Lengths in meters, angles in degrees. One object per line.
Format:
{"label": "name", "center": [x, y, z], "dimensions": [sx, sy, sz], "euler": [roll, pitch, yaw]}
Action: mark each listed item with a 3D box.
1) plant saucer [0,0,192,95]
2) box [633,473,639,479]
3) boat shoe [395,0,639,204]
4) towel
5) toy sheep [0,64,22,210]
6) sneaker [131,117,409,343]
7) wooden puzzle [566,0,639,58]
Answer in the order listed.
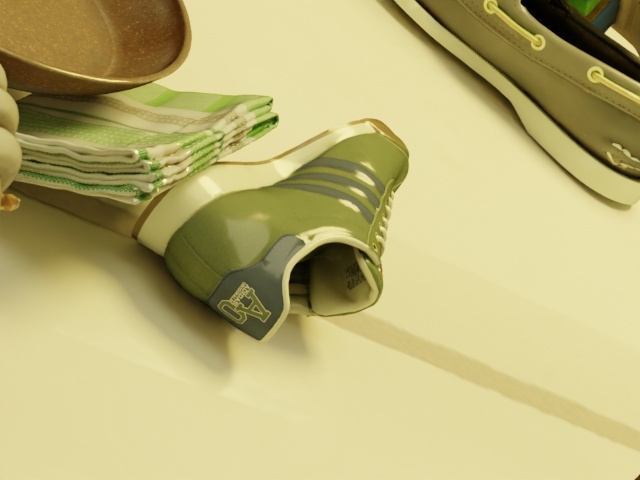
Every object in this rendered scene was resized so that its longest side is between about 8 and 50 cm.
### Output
{"label": "plant saucer", "center": [-0.151, -0.126, 0.725], "dimensions": [0.198, 0.036, 0.198], "euler": [29, 28, -17]}
{"label": "box", "center": [0.205, 0.159, 0.594], "dimensions": [0.167, 0.203, 0.168], "euler": [31, 26, -16]}
{"label": "boat shoe", "center": [0.148, -0.160, 1.184], "dimensions": [0.305, 0.091, 0.109], "euler": [46, 26, 16]}
{"label": "towel", "center": [-0.094, -0.053, 0.708], "dimensions": [0.113, 0.023, 0.152], "euler": [11, 19, 17]}
{"label": "toy sheep", "center": [-0.159, -0.050, 0.605], "dimensions": [0.091, 0.091, 0.132], "euler": [-5, 65, -56]}
{"label": "sneaker", "center": [0.000, 0.000, 0.760], "dimensions": [0.086, 0.064, 0.192], "euler": [47, 32, 17]}
{"label": "wooden puzzle", "center": [0.148, -0.269, 1.289], "dimensions": [0.348, 0.080, 0.322], "euler": [47, 2, 9]}
